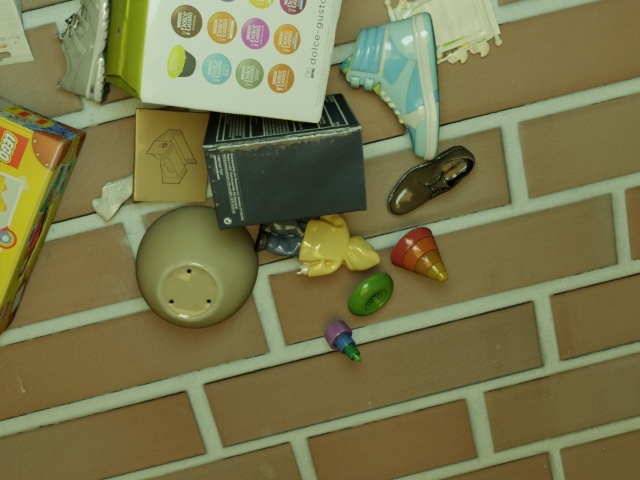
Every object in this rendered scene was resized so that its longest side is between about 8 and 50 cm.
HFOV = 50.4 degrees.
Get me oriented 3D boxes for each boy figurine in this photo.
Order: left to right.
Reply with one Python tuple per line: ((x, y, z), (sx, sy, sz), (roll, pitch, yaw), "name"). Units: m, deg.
((0.000, 0.000, 1.558), (0.285, 0.092, 0.177), (12, 78, -11), "boy figurine")

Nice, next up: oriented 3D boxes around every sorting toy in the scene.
((0.164, 0.141, 1.572), (0.365, 0.126, 0.127), (-49, 146, 9), "sorting toy")

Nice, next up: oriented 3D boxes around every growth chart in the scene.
((0.270, -0.466, 1.478), (0.237, 0.021, 0.171), (-15, 108, 0), "growth chart")

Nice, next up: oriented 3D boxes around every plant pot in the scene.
((-0.279, 0.081, 1.508), (0.284, 0.191, 0.284), (-1, 106, -5), "plant pot")

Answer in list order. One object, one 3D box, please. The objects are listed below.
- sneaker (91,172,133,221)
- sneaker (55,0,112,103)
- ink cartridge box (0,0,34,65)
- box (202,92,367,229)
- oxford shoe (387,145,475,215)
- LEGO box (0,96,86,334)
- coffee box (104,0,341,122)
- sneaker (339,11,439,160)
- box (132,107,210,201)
((-0.449, -0.112, 1.509), (0.061, 0.053, 0.152), (43, 99, -12), "sneaker")
((-0.483, -0.426, 1.385), (0.115, 0.105, 0.281), (10, 106, -7), "sneaker")
((-0.687, -0.454, 1.405), (0.146, 0.045, 0.179), (-10, 125, -2), "ink cartridge box")
((-0.072, -0.169, 1.388), (0.294, 0.296, 0.182), (-8, 115, -2), "box")
((0.248, -0.132, 1.538), (0.227, 0.096, 0.083), (-38, 108, 8), "oxford shoe")
((-0.775, -0.069, 1.422), (0.373, 0.193, 0.500), (24, 103, -11), "LEGO box")
((-0.189, -0.419, 1.242), (0.335, 0.338, 0.337), (2, 107, -28), "coffee box")
((0.152, -0.320, 1.471), (0.208, 0.127, 0.318), (-4, 116, 11), "sneaker")
((-0.325, -0.183, 1.486), (0.165, 0.021, 0.201), (-1, 108, -26), "box")
